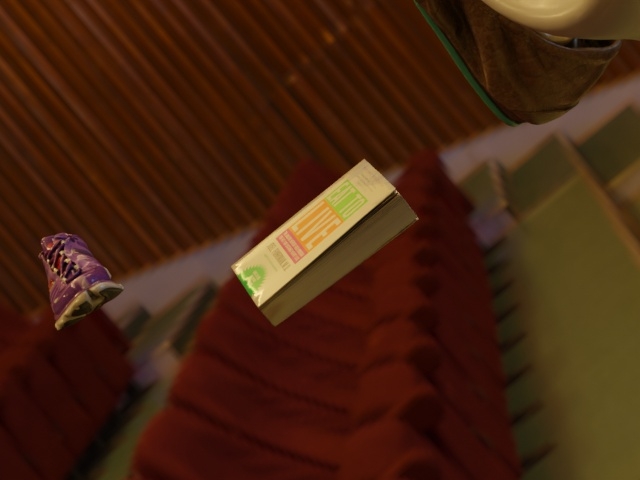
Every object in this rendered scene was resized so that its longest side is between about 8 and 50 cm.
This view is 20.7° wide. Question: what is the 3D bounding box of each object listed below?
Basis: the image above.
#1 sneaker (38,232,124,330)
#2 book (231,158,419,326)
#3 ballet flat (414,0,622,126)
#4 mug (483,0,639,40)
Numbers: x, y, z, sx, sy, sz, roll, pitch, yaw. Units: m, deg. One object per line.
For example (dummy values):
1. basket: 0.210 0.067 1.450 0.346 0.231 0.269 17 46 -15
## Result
1. sneaker: -0.223 0.030 1.544 0.068 0.071 0.170 -34 15 -8
2. book: 0.000 0.000 1.423 0.144 0.035 0.096 -39 27 0
3. ballet flat: 0.084 -0.211 1.179 0.124 0.342 0.116 -31 29 32
4. mug: 0.187 -0.271 0.984 0.328 0.276 0.374 -32 33 -24
